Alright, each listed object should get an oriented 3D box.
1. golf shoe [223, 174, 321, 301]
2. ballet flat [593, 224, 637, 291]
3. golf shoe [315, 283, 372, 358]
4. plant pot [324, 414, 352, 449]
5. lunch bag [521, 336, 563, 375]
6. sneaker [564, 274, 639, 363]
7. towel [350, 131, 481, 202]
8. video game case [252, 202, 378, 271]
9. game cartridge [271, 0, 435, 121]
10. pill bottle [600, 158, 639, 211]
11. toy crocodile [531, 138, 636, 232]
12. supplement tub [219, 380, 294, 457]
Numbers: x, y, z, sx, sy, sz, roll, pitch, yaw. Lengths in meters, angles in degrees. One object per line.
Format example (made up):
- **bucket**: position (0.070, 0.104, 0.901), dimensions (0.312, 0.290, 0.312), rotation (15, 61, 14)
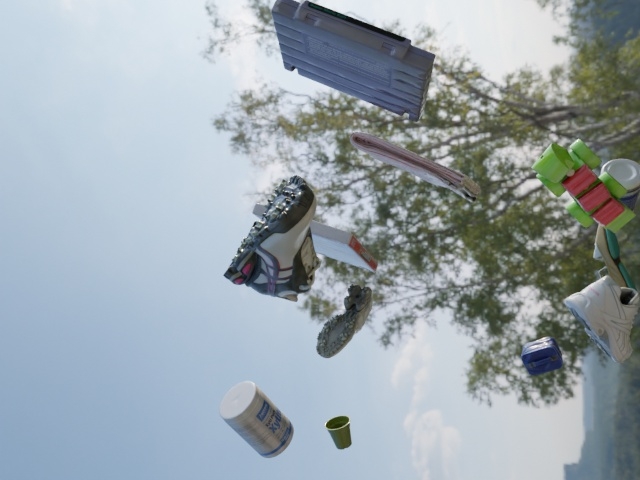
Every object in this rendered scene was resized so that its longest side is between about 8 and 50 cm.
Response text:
- **golf shoe**: position (-0.041, 0.006, 0.769), dimensions (0.105, 0.120, 0.273), rotation (-62, 7, -27)
- **ballet flat**: position (0.797, 0.060, 1.570), dimensions (0.080, 0.073, 0.233), rotation (-8, -102, -46)
- **golf shoe**: position (0.059, 0.177, 1.154), dimensions (0.176, 0.069, 0.086), rotation (-52, -40, -26)
- **plant pot**: position (0.063, 0.592, 1.738), dimensions (0.083, 0.083, 0.079), rotation (-31, -74, -60)
- **lunch bag**: position (0.550, 0.288, 1.400), dimensions (0.067, 0.098, 0.065), rotation (59, -151, -6)
- **sneaker**: position (0.554, 0.147, 1.060), dimensions (0.232, 0.115, 0.090), rotation (41, -169, -39)
- **towel**: position (0.265, -0.196, 1.529), dimensions (0.054, 0.316, 0.331), rotation (-65, -21, 8)
- **video game case**: position (0.000, 0.000, 1.176), dimensions (0.025, 0.203, 0.285), rotation (-69, -19, -7)
- **game cartridge**: position (0.071, -0.395, 1.241), dimensions (0.068, 0.354, 0.230), rotation (-62, -10, -16)
- **pill bottle**: position (0.738, -0.113, 1.414), dimensions (0.169, 0.094, 0.094), rotation (68, -148, -50)
- **toy crocodile**: position (0.556, -0.102, 1.179), dimensions (0.340, 0.115, 0.105), rotation (31, -153, -34)
- **supplement tub**: position (-0.095, 0.273, 0.863), dimensions (0.107, 0.071, 0.071), rotation (54, -139, -28)
